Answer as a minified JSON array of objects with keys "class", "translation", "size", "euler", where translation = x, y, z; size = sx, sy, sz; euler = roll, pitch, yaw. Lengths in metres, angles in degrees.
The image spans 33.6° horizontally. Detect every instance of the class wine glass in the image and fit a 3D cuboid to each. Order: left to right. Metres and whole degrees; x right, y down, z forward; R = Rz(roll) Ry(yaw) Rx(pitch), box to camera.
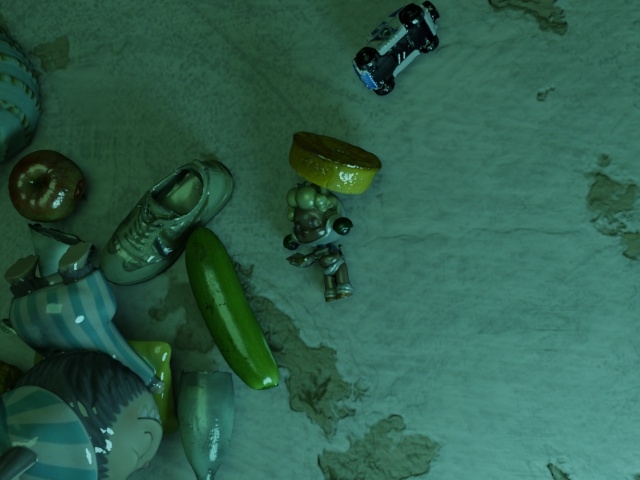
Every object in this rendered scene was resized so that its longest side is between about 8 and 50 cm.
[{"class":"wine glass","translation":[-0.465,0.073,1.775],"size":[0.122,0.122,0.183],"euler":[22,91,14]},{"class":"wine glass","translation":[-0.197,0.350,1.601],"size":[0.096,0.264,0.310],"euler":[-1,82,9]}]

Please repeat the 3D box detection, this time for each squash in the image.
[{"class":"squash","translation":[-0.152,0.114,1.718],"size":[0.082,0.082,0.292],"euler":[-26,78,7]}]

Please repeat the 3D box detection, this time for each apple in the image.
[{"class":"apple","translation":[-0.467,-0.091,1.802],"size":[0.126,0.102,0.126],"euler":[-1,83,6]}]

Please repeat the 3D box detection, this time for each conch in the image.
[{"class":"conch","translation":[-0.640,-0.259,1.789],"size":[0.303,0.215,0.319],"euler":[-26,91,-9]}]

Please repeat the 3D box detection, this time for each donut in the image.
[{"class":"donut","translation":[0.020,-0.123,1.691],"size":[0.152,0.152,0.058],"euler":[26,110,14]}]

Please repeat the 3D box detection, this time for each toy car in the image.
[{"class":"toy car","translation":[0.123,-0.320,1.718],"size":[0.170,0.080,0.070],"euler":[-45,45,-4]}]

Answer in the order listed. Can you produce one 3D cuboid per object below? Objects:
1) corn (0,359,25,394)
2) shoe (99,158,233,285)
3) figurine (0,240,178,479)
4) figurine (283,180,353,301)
[{"class":"corn","translation":[-0.672,0.242,1.783],"size":[0.387,0.144,0.144],"euler":[3,83,8]},{"class":"shoe","translation":[-0.266,-0.034,1.756],"size":[0.103,0.098,0.275],"euler":[44,94,18]},{"class":"figurine","translation":[-0.394,0.244,1.560],"size":[0.266,0.378,0.361],"euler":[-15,109,16]},{"class":"figurine","translation":[-0.001,0.000,1.696],"size":[0.147,0.093,0.197],"euler":[-17,78,42]}]
